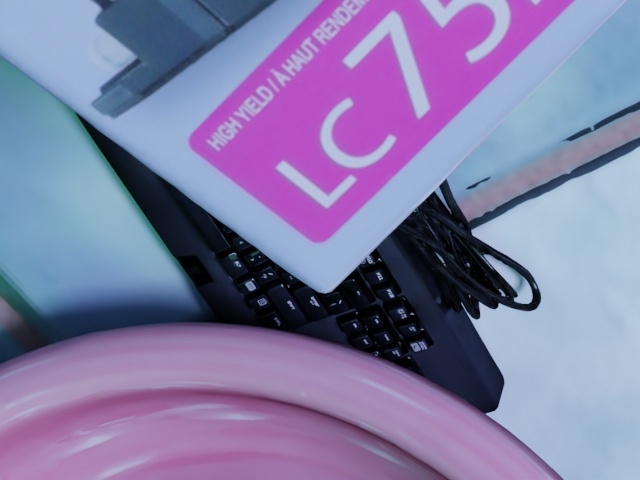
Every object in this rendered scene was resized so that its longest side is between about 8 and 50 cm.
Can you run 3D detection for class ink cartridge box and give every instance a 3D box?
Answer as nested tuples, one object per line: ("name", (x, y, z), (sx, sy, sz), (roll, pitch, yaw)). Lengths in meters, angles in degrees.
("ink cartridge box", (-0.046, -0.141, 0.281), (0.186, 0.065, 0.311), (-45, 120, 11))

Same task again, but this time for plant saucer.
("plant saucer", (-0.032, 0.193, 0.521), (0.332, 0.084, 0.332), (-1, 86, 17))

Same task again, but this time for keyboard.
("keyboard", (0.000, 0.000, 0.493), (0.100, 0.038, 0.192), (-23, 125, 16))
